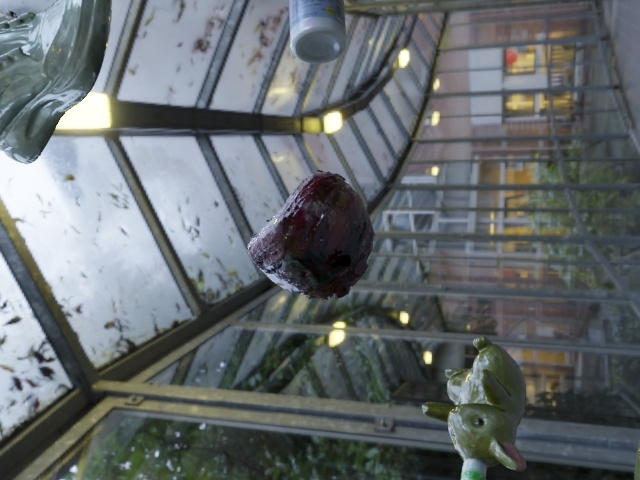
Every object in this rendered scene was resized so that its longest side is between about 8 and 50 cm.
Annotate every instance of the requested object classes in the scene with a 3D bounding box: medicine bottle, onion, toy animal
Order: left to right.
[{"bbox_3d":[-0.007,-0.430,1.212,0.103,0.102,0.187,53,-147,-64],"label":"medicine bottle"},{"bbox_3d":[0.000,0.000,1.595,0.314,0.280,0.146,-50,1,2],"label":"onion"},{"bbox_3d":[0.328,0.368,1.361,0.181,0.180,0.363,-49,2,35],"label":"toy animal"}]

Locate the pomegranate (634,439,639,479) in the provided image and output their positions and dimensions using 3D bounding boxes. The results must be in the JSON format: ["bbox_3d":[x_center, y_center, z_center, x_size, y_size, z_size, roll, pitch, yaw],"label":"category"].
[{"bbox_3d":[0.265,0.189,0.311,0.291,0.323,0.291,52,-176,-6],"label":"pomegranate"}]

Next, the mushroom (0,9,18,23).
[{"bbox_3d":[-0.538,-0.270,1.019,0.156,0.285,0.151,-61,-12,-51],"label":"mushroom"}]

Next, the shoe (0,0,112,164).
[{"bbox_3d":[-0.369,-0.210,0.781,0.159,0.316,0.124,15,-127,-34],"label":"shoe"}]
